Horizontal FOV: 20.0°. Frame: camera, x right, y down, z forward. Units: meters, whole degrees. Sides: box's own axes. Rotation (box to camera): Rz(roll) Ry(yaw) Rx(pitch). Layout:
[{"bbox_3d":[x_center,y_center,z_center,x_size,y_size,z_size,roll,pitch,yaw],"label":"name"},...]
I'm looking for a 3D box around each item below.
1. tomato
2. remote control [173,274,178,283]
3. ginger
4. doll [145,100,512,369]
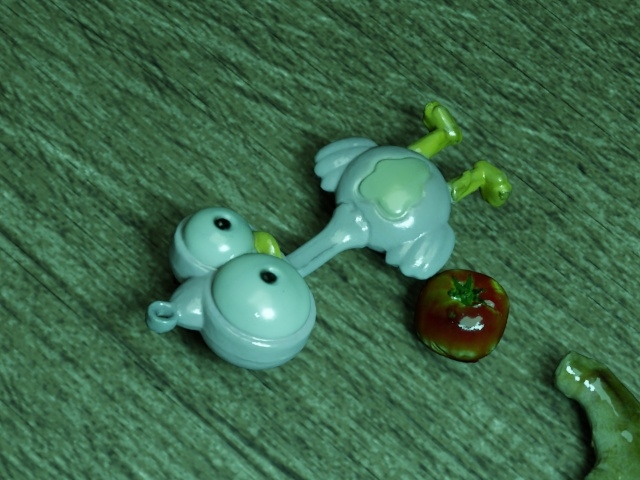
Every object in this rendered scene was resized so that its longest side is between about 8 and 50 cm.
[{"bbox_3d":[0.124,0.069,1.611,0.087,0.075,0.087,1,50,-1],"label":"tomato"},{"bbox_3d":[-0.086,0.034,1.613,0.091,0.016,0.034,11,52,-7],"label":"remote control"},{"bbox_3d":[0.279,0.259,1.543,0.166,0.080,0.333,14,51,-23],"label":"ginger"},{"bbox_3d":[0.000,0.001,1.594,0.365,0.094,0.160,-27,68,-32],"label":"doll"}]
